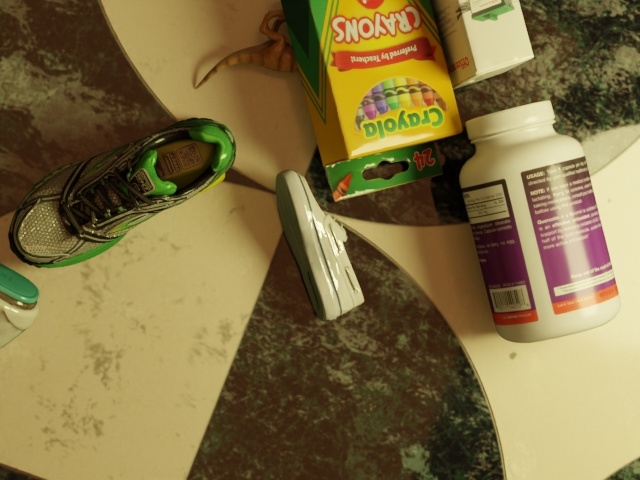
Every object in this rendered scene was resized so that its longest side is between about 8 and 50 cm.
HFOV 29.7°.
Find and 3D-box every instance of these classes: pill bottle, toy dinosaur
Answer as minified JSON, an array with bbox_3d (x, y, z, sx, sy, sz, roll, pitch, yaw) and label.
[{"bbox_3d":[0.305,-0.027,1.713,0.181,0.181,0.323,-14,91,-8],"label":"pill bottle"},{"bbox_3d":[-0.070,-0.269,1.723,0.211,0.064,0.112,3,90,-8],"label":"toy dinosaur"}]

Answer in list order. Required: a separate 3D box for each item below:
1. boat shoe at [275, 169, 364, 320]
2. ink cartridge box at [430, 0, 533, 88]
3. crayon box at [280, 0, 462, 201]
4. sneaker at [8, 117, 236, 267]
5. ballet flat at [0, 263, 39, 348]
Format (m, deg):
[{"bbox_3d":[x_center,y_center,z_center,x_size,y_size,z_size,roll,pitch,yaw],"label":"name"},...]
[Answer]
[{"bbox_3d":[0.000,0.000,1.730,0.075,0.083,0.226,-21,104,-19],"label":"boat shoe"},{"bbox_3d":[0.213,-0.339,1.715,0.092,0.160,0.219,-16,92,-8],"label":"ink cartridge box"},{"bbox_3d":[0.078,-0.232,1.705,0.202,0.081,0.319,-16,92,-29],"label":"crayon box"},{"bbox_3d":[-0.274,-0.077,1.650,0.343,0.146,0.134,-31,94,-7],"label":"sneaker"},{"bbox_3d":[-0.572,0.022,1.626,0.400,0.139,0.139,35,85,-7],"label":"ballet flat"}]
